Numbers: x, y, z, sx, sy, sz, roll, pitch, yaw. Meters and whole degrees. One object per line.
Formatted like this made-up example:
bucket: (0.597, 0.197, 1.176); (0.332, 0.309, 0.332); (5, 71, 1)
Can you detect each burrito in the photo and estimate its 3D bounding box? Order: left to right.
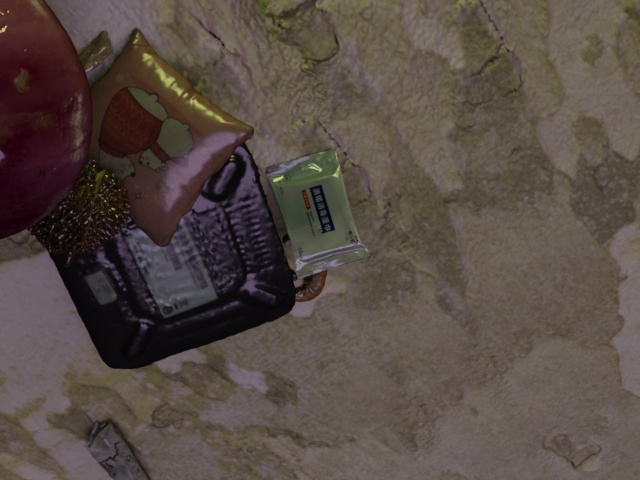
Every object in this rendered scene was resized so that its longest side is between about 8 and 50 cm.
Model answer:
burrito: (-0.374, 0.421, 1.476); (0.064, 0.064, 0.203); (-25, 125, -5)

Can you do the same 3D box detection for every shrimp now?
shrimp: (-0.023, 0.059, 1.405); (0.091, 0.025, 0.127); (19, 115, -28)

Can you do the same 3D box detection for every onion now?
onion: (-0.438, -0.163, 0.954); (0.358, 0.358, 0.345); (-42, 167, 8)

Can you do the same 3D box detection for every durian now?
durian: (-0.350, -0.030, 1.089); (0.148, 0.091, 0.188); (25, 127, 5)

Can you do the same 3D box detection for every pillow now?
pillow: (-0.242, -0.143, 1.113); (0.236, 0.084, 0.223); (42, 97, -1)

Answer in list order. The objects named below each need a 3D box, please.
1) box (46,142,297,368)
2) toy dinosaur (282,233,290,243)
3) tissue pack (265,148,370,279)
box: (-0.232, 0.026, 1.262); (0.351, 0.091, 0.359); (-21, 119, -6)
toy dinosaur: (0.000, 0.000, 1.329); (0.133, 0.096, 0.059); (5, 121, 13)
tissue pack: (-0.007, -0.045, 1.281); (0.123, 0.026, 0.192); (-17, 81, -1)
